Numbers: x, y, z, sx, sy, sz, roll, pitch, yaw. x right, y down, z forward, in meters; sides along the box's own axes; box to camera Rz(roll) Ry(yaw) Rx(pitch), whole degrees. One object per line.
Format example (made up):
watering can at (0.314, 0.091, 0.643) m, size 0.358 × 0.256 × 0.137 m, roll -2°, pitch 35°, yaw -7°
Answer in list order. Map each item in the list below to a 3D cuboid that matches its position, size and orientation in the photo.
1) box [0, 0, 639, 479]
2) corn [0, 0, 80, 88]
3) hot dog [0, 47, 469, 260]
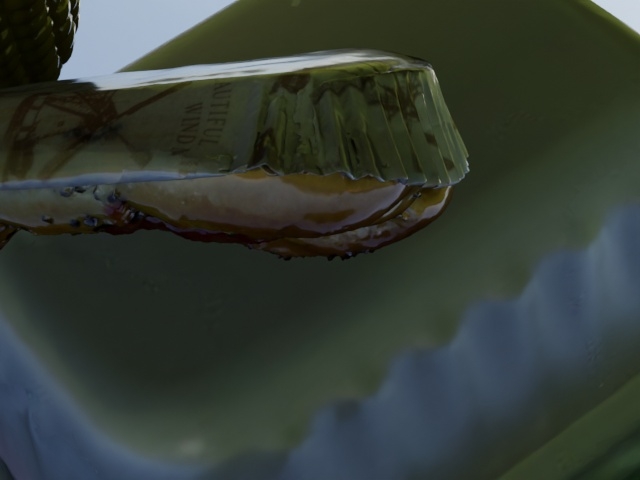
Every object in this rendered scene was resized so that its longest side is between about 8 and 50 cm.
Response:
box at (0.000, 0.000, 0.595) m, size 0.336 × 0.106 × 0.264 m, roll -34°, pitch -128°, yaw -18°
corn at (-0.117, -0.123, 0.480) m, size 0.080 × 0.231 × 0.080 m, roll 0°, pitch -126°, yaw 0°
hot dog at (-0.053, -0.020, 0.469) m, size 0.191 × 0.059 × 0.108 m, roll -1°, pitch -173°, yaw 21°
